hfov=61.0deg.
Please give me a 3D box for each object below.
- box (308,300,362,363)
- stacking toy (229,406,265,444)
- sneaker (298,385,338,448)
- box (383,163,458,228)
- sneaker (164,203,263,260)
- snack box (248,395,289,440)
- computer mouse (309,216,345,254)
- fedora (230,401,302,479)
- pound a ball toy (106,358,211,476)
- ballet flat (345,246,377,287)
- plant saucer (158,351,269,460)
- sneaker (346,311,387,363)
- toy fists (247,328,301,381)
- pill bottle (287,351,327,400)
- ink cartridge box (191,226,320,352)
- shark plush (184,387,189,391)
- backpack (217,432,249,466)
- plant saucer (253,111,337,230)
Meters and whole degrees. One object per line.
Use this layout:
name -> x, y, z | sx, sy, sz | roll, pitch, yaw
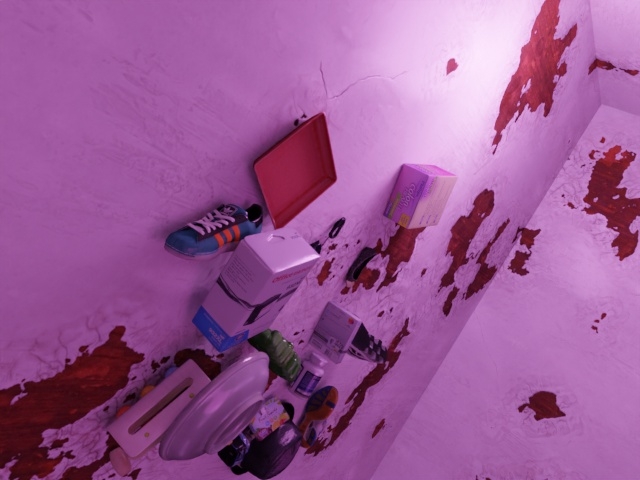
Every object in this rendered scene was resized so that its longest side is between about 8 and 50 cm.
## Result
box -> 0.053, 0.341, 2.023 | 0.038, 0.145, 0.186 | 7, 111, -58
stacking toy -> -0.270, 0.570, 1.819 | 0.167, 0.052, 0.221 | -35, 142, -31
sneaker -> -0.011, 0.747, 2.351 | 0.296, 0.112, 0.131 | -60, 165, 7
box -> 0.380, -0.169, 2.049 | 0.243, 0.117, 0.213 | -8, 124, -51
sneaker -> -0.254, -0.034, 1.336 | 0.302, 0.108, 0.120 | -16, 129, -57
snack box -> -0.197, 0.654, 2.002 | 0.141, 0.100, 0.037 | -29, 176, -38
computer mouse -> 0.000, 0.000, 1.768 | 0.242, 0.041, 0.071 | -45, 155, -31
fedora -> -0.184, 0.795, 2.088 | 0.334, 0.153, 0.333 | -34, 141, -32
pound a ball toy -> -0.462, 0.482, 1.501 | 0.319, 0.135, 0.208 | -39, 169, -27
ballet flat -> 0.148, 0.102, 2.033 | 0.173, 0.049, 0.057 | -59, 147, 3
plant saucer -> -0.270, 0.497, 1.551 | 0.400, 0.100, 0.400 | -42, 160, -19
sneaker -> 0.128, 0.407, 2.212 | 0.330, 0.146, 0.122 | 50, 46, -33
toy fists -> -0.141, 0.374, 1.794 | 0.096, 0.142, 0.279 | -43, 146, -21
pill bottle -> -0.046, 0.520, 2.091 | 0.169, 0.094, 0.094 | -59, 148, 2
ink cartridge box -> -0.172, 0.128, 1.456 | 0.223, 0.129, 0.307 | -17, 147, -56
shark plush -> -0.368, 0.489, 1.657 | 0.073, 0.067, 0.161 | -22, 134, -43
backpack -> -0.306, 0.734, 1.917 | 0.084, 0.105, 0.114 | -12, 131, -48
plant saucer -> -0.072, -0.191, 1.491 | 0.258, 0.048, 0.259 | -42, 144, -22
